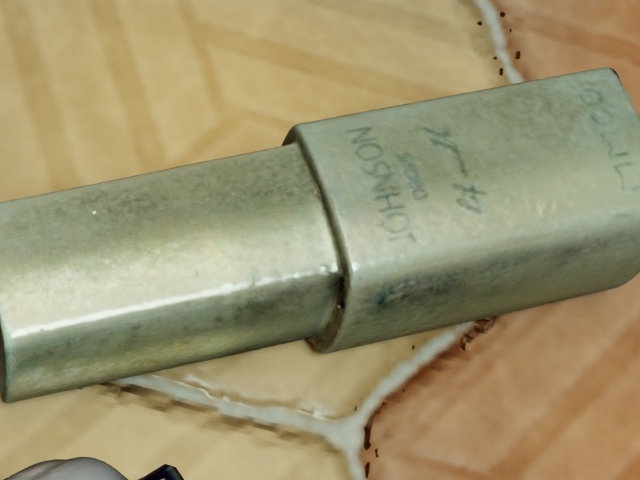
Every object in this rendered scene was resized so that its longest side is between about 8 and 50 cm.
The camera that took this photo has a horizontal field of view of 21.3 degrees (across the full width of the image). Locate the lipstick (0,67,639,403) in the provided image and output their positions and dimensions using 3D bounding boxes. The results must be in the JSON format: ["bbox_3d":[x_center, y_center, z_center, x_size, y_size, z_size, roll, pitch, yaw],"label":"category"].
[{"bbox_3d":[0.000,0.000,0.637,0.253,0.077,0.079,-12,65,-18],"label":"lipstick"}]

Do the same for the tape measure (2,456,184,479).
[{"bbox_3d":[-0.106,0.138,0.480,0.105,0.196,0.178,57,37,3],"label":"tape measure"}]
